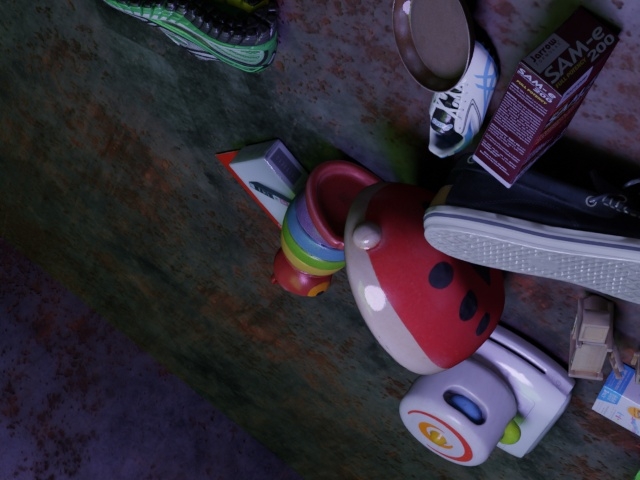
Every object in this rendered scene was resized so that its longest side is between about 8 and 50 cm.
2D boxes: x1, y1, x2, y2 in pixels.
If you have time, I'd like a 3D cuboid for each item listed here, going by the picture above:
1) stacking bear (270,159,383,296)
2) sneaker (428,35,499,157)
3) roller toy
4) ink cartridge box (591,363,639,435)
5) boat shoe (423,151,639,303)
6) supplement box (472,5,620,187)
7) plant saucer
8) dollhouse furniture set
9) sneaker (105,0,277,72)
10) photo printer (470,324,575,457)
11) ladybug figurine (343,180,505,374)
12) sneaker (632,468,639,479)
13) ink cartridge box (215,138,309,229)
[{"bbox_3d":[0.000,0.000,2.138,0.164,0.175,0.289,54,144,16],"label":"stacking bear"},{"bbox_3d":[0.198,-0.204,1.706,0.085,0.086,0.237,30,152,19],"label":"sneaker"},{"bbox_3d":[0.246,0.314,2.180,0.209,0.146,0.191,12,143,44],"label":"roller toy"},{"bbox_3d":[0.578,0.298,2.078,0.181,0.061,0.104,29,153,16],"label":"ink cartridge box"},{"bbox_3d":[0.400,-0.017,1.684,0.500,0.156,0.187,13,160,13],"label":"boat shoe"},{"bbox_3d":[0.292,-0.183,1.563,0.073,0.130,0.239,42,156,13],"label":"supplement box"},{"bbox_3d":[0.158,-0.286,1.618,0.168,0.029,0.168,38,137,46],"label":"plant saucer"},{"bbox_3d":[0.498,0.146,1.938,0.160,0.101,0.182,6,147,7],"label":"dollhouse furniture set"},{"bbox_3d":[-0.224,-0.361,1.924,0.343,0.134,0.146,28,153,18],"label":"sneaker"},{"bbox_3d":[0.344,0.276,2.285,0.256,0.107,0.307,32,153,12],"label":"photo printer"},{"bbox_3d":[0.180,0.055,1.919,0.161,0.305,0.449,-12,160,24],"label":"ladybug figurine"},{"bbox_3d":[0.662,0.434,2.099,0.185,0.202,0.483,59,142,17],"label":"sneaker"},{"bbox_3d":[-0.076,-0.068,2.307,0.275,0.060,0.239,49,151,-23],"label":"ink cartridge box"}]
